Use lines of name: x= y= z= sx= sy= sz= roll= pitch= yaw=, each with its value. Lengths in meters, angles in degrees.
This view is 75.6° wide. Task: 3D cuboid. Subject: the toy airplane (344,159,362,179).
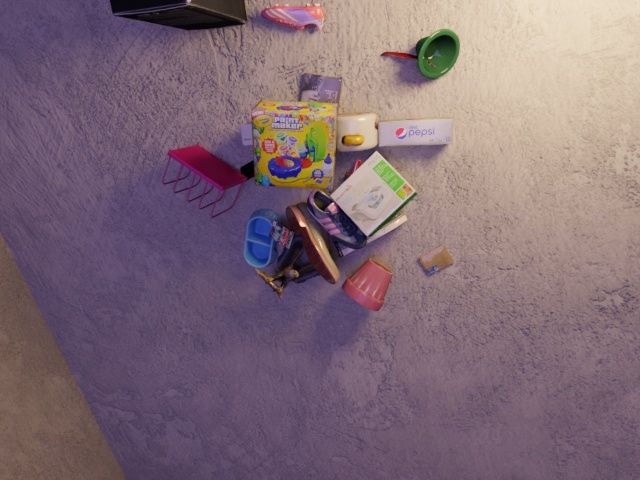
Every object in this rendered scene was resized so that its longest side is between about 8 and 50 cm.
toy airplane: x=0.176 y=-0.270 z=1.775 sx=0.151 sy=0.028 sz=0.151 roll=2 pitch=99 yaw=12

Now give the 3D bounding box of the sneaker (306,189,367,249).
sneaker: x=0.065 y=-0.090 z=1.715 sx=0.319 sy=0.112 sz=0.131 roll=39 pitch=159 yaw=13

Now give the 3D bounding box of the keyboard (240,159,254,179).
keyboard: x=-0.270 y=-0.324 z=1.871 sx=0.192 sy=0.038 sz=0.100 roll=-22 pitch=80 yaw=22

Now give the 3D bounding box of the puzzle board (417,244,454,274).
puzzle board: x=0.514 y=0.087 z=1.841 sx=0.128 sy=0.011 sz=0.096 roll=-32 pitch=102 yaw=23

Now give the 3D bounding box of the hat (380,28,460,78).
hat: x=0.385 y=-0.726 z=1.551 sx=0.209 sy=0.183 sz=0.173 roll=1 pitch=127 yaw=-32

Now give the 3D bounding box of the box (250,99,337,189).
box: x=-0.089 y=-0.354 z=1.519 sx=0.290 sy=0.177 sz=0.279 roll=3 pitch=121 yaw=4

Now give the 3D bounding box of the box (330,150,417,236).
box: x=0.217 y=-0.185 z=1.682 sx=0.262 sy=0.127 sz=0.231 roll=-43 pitch=80 yaw=11

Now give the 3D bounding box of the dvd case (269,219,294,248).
dvd case: x=-0.176 y=-0.029 z=1.862 sx=0.119 sy=0.013 sz=0.087 roll=31 pitch=116 yaw=23

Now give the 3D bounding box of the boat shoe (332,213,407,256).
boat shoe: x=0.196 y=-0.069 z=1.804 sx=0.341 sy=0.127 sz=0.158 roll=-29 pitch=85 yaw=11

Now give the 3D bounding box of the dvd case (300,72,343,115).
dvd case: x=-0.003 y=-0.566 z=1.711 sx=0.165 sy=0.018 sz=0.221 roll=12 pitch=113 yaw=9

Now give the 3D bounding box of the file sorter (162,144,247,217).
file sorter: x=-0.523 y=-0.263 z=1.843 sx=0.291 sy=0.202 sz=0.182 roll=34 pitch=119 yaw=7

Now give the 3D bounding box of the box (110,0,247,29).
box: x=-0.496 y=-1.015 z=1.410 sx=0.298 sy=0.472 sz=0.479 roll=1 pitch=111 yaw=15

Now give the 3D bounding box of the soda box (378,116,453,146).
soda box: x=0.373 y=-0.430 z=1.631 sx=0.286 sy=0.091 sz=0.098 roll=1 pitch=111 yaw=14

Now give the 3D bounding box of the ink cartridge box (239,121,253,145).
ink cartridge box: x=-0.222 y=-0.454 z=1.707 sx=0.148 sy=0.203 sz=0.085 roll=-2 pitch=110 yaw=14

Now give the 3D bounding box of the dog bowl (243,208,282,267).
dog bowl: x=-0.283 y=-0.001 z=1.969 sx=0.166 sy=0.074 sz=0.297 roll=16 pitch=113 yaw=8

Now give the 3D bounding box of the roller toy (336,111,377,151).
roller toy: x=0.132 y=-0.425 z=1.635 sx=0.209 sy=0.191 sz=0.146 roll=21 pitch=124 yaw=50

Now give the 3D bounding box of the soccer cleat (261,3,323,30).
soccer cleat: x=-0.110 y=-0.858 z=1.594 sx=0.248 sy=0.083 sz=0.095 roll=3 pitch=116 yaw=10

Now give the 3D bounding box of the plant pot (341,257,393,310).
plant pot: x=0.225 y=0.189 z=1.863 sx=0.201 sy=0.201 sz=0.180 roll=31 pitch=99 yaw=1

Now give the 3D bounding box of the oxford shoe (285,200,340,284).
oxford shoe: x=0.000 y=0.000 z=1.821 sx=0.397 sy=0.147 sz=0.140 roll=63 pitch=154 yaw=1

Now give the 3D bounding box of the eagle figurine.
eagle figurine: x=-0.120 y=0.127 z=1.938 sx=0.225 sy=0.298 sz=0.226 roll=37 pitch=164 yaw=38
